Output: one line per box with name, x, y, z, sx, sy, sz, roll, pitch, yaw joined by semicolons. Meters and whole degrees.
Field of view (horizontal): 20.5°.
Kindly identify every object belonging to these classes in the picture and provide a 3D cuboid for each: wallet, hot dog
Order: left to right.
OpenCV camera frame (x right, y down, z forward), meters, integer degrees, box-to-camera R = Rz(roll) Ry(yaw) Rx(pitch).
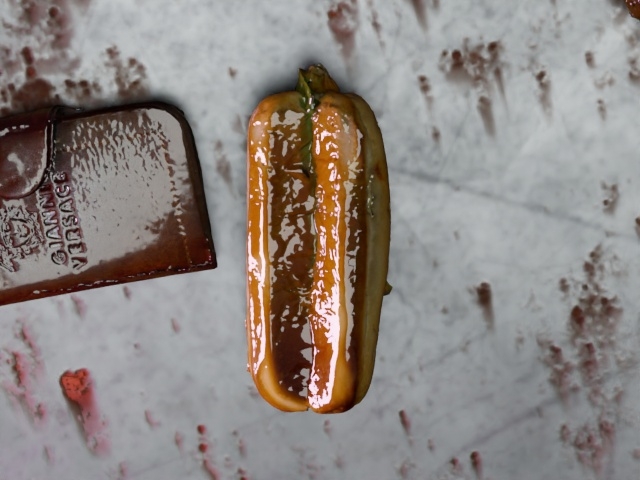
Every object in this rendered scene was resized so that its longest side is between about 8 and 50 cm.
wallet;-0.208;-0.021;1.234;0.255;0.031;0.137;-11;107;1
hot dog;0.000;0.000;1.233;0.104;0.076;0.250;3;104;17

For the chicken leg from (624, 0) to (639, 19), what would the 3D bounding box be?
chicken leg;0.278;-0.095;1.216;0.107;0.087;0.251;-32;99;-12
